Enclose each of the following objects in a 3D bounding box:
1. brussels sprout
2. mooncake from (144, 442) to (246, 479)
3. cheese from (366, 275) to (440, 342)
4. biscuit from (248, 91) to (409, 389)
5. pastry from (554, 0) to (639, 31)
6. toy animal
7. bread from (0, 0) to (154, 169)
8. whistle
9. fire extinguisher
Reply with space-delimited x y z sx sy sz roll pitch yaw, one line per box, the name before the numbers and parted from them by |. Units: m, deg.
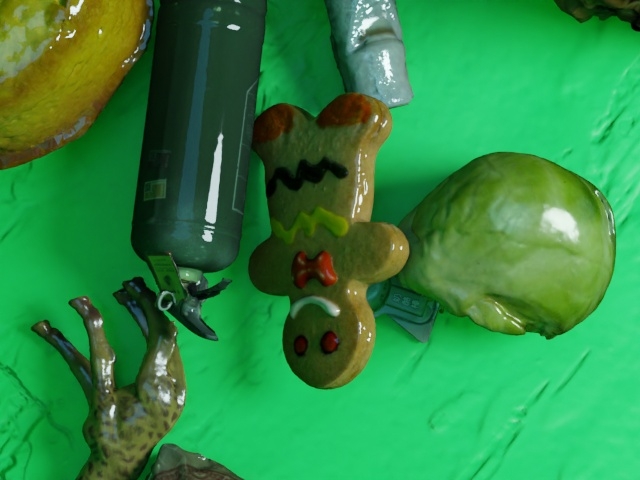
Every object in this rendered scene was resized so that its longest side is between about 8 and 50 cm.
brussels sprout | 0.157 -0.004 1.327 0.183 0.131 0.145 16 104 2
mooncake | -0.101 0.248 1.337 0.130 0.073 0.125 24 83 5
cheese | 0.045 0.042 1.376 0.120 0.026 0.067 20 84 -1
biscuit | 0.000 0.000 1.338 0.165 0.036 0.250 -8 79 40
pastry | 0.335 -0.313 1.281 0.405 0.292 0.337 -27 90 -11
toy animal | -0.191 0.166 1.365 0.149 0.054 0.276 5 84 7
bread | -0.292 -0.215 1.361 0.312 0.172 0.312 -1 81 6
whistle | 0.015 -0.281 1.377 0.133 0.142 0.346 -11 93 39
fire extinguisher | -0.103 -0.072 1.363 0.114 0.095 0.311 2 82 41
